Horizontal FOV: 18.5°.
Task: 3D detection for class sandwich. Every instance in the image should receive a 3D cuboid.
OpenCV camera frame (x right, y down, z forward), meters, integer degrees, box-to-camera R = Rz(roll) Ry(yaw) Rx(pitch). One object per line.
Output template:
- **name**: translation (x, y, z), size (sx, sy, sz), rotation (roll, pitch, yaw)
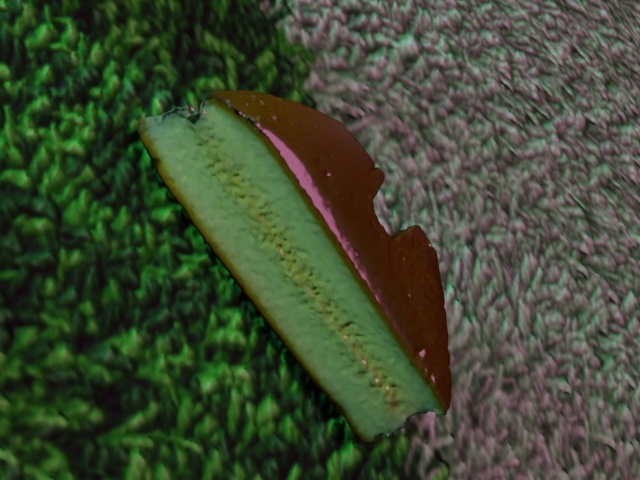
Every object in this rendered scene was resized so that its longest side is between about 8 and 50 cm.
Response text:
- **sandwich**: translation (0.000, 0.000, 1.182), size (0.244, 0.090, 0.088), rotation (55, 36, -11)
